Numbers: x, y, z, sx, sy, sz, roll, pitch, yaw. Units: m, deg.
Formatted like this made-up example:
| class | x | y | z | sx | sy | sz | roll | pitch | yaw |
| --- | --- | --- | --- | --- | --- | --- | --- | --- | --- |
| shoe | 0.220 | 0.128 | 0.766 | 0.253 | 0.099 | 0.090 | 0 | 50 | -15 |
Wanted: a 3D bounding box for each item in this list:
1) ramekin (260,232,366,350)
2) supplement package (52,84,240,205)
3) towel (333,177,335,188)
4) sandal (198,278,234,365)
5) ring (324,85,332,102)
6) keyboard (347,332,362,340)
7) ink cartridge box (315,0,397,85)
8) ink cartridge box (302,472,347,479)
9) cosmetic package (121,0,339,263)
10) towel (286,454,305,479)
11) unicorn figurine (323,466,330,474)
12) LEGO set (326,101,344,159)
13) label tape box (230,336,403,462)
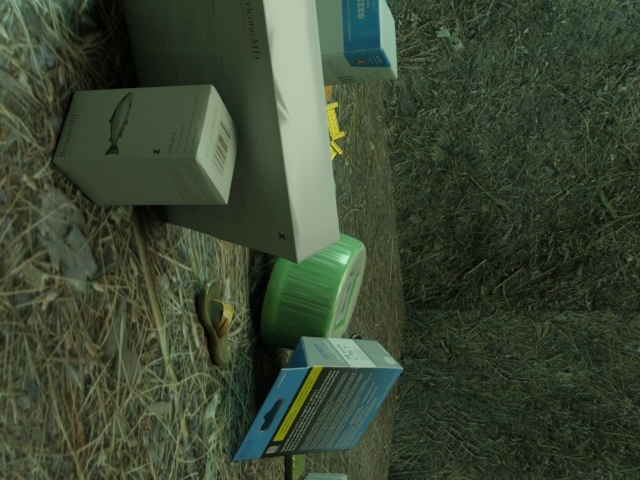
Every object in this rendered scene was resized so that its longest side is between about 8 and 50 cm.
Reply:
| class | x | y | z | sx | sy | sz | roll | pitch | yaw |
| --- | --- | --- | --- | --- | --- | --- | --- | --- | --- |
| ramekin | -0.007 | 0.113 | 1.553 | 0.303 | 0.148 | 0.304 | 17 | 90 | -78 |
| supplement package | -0.202 | -0.110 | 0.829 | 0.105 | 0.179 | 0.105 | 64 | 29 | -62 |
| towel | -0.002 | -0.187 | 1.663 | 0.248 | 0.038 | 0.325 | -80 | 164 | -48 |
| sandal | -0.173 | 0.144 | 1.225 | 0.072 | 0.049 | 0.180 | -69 | 155 | -58 |
| ring | -0.047 | -0.494 | 1.721 | 0.336 | 0.032 | 0.337 | -10 | 90 | -68 |
| keyboard | 0.001 | 0.369 | 1.618 | 0.317 | 0.033 | 0.202 | -44 | 148 | -17 |
| ink cartridge box | -0.017 | -0.386 | 1.366 | 0.223 | 0.307 | 0.129 | 0 | 87 | -77 |
| ink cartridge box | 0.004 | 0.660 | 1.826 | 0.150 | 0.109 | 0.063 | 20 | 69 | -76 |
| cosmetic package | -0.123 | -0.182 | 0.939 | 0.097 | 0.284 | 0.378 | -27 | 122 | -38 |
| towel | -0.063 | 0.523 | 1.732 | 0.110 | 0.027 | 0.148 | -15 | 105 | -76 |
| unicorn figurine | 0.043 | 0.775 | 2.099 | 0.111 | 0.060 | 0.162 | 64 | 28 | -63 |
| LEGO set | -0.020 | -0.267 | 1.886 | 0.132 | 0.107 | 0.287 | 0 | 94 | -42 |
| label tape box | -0.022 | 0.320 | 1.428 | 0.333 | 0.106 | 0.241 | 10 | 116 | -41 |
